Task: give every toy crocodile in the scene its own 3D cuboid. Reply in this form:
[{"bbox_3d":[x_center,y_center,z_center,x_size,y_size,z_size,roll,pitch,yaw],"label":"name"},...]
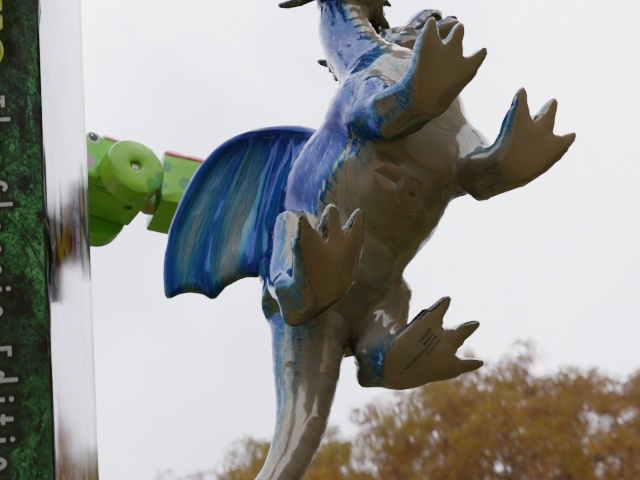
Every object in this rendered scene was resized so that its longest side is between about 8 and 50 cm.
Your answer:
[{"bbox_3d":[-0.159,-0.049,1.574,0.341,0.105,0.115,14,-39,-23],"label":"toy crocodile"}]

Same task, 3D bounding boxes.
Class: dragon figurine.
[{"bbox_3d":[0.000,0.000,0.562,0.085,0.144,0.289,32,-108,-23],"label":"dragon figurine"}]

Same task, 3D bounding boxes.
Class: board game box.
[{"bbox_3d":[-0.079,0.005,0.411,0.030,0.259,0.136,-3,-17,-7],"label":"board game box"}]
